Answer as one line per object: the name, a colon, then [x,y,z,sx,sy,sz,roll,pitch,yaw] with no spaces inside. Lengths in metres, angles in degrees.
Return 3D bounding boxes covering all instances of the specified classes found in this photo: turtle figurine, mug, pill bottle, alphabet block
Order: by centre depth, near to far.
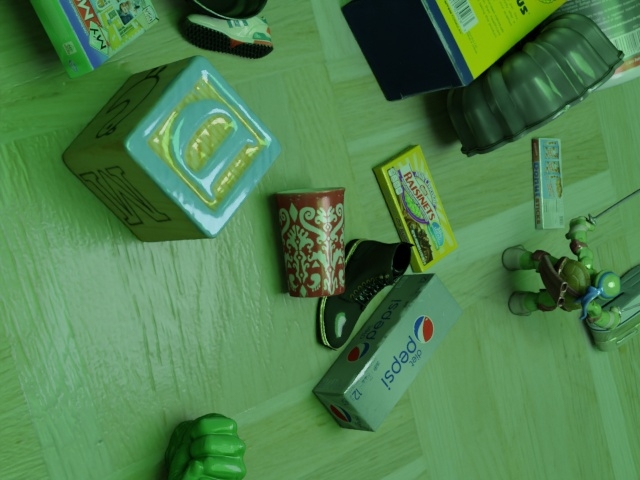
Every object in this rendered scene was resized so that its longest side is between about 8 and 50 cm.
alphabet block: [-0.212,-0.125,1.639,0.193,0.197,0.192,50,60,-25]
mug: [0.004,0.000,1.854,0.150,0.113,0.169,-7,96,-35]
turtle figurine: [0.487,0.064,2.117,0.275,0.266,0.198,-50,116,-27]
pill bottle: [0.497,-0.475,2.186,0.210,0.210,0.363,-27,103,-35]

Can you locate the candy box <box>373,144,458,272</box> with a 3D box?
candy box: [0.171,-0.057,2.033,0.105,0.027,0.206,-34,108,-37]

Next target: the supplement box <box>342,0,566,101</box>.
supplement box: [0.249,-0.421,2.003,0.356,0.194,0.195,-41,111,-31]

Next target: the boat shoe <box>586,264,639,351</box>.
boat shoe: [0.659,0.127,2.363,0.302,0.109,0.094,-25,119,-26]

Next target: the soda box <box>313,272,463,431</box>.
soda box: [0.118,0.187,1.941,0.098,0.091,0.286,52,60,-22]

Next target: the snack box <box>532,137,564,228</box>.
snack box: [0.448,-0.112,2.249,0.064,0.022,0.178,-2,89,-36]

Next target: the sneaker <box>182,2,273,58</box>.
sneaker: [-0.147,-0.339,1.795,0.161,0.057,0.075,9,65,-35]

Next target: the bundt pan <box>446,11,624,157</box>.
bundt pan: [0.357,-0.288,2.009,0.331,0.330,0.124,-42,103,-31]

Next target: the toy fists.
toy fists: [-0.189,0.387,1.667,0.096,0.142,0.279,28,71,-33]

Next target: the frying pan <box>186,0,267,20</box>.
frying pan: [-0.139,-0.450,1.796,0.197,0.053,0.326,47,42,-9]

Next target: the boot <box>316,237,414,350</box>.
boot: [0.073,0.085,1.883,0.076,0.137,0.198,25,74,-33]

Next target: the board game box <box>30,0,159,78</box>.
board game box: [-0.350,-0.407,1.572,0.317,0.046,0.213,66,28,-21]
